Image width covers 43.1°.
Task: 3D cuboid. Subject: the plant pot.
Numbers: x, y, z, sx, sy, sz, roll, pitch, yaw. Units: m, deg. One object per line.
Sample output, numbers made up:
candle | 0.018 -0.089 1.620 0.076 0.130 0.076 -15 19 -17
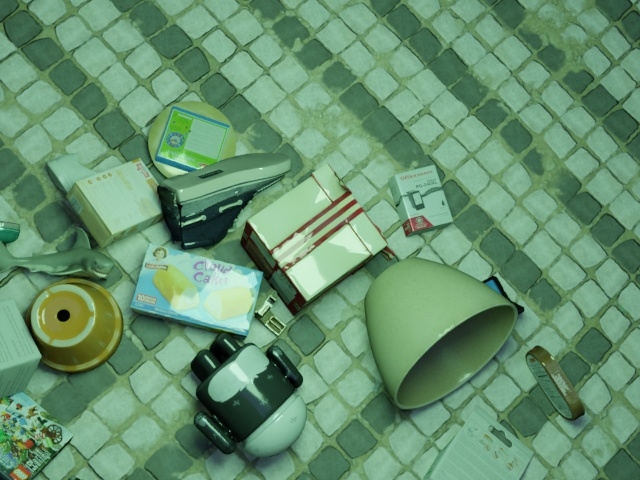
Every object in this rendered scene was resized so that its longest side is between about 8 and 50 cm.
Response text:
plant pot | -0.527 0.170 1.708 0.205 0.188 0.205 2 76 -9

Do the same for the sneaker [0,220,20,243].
sneaker | -0.805 0.018 1.753 0.302 0.108 0.121 -5 93 -13

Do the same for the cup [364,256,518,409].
cup | 0.231 0.176 1.793 0.331 0.331 0.237 -30 57 -15

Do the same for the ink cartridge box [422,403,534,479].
ink cartridge box | 0.362 0.518 1.851 0.181 0.056 0.224 41 55 2

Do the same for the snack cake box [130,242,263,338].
snack cake box | -0.275 0.115 1.815 0.264 0.089 0.152 14 75 -6

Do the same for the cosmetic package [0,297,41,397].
cosmetic package | -0.692 0.234 1.630 0.184 0.151 0.151 -14 63 -42

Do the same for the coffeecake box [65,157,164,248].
coffeecake box | -0.443 -0.086 1.803 0.185 0.068 0.142 -31 82 -46

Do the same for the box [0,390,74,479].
box | -0.653 0.389 1.671 0.233 0.044 0.159 39 42 2

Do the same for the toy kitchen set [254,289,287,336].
toy kitchen set | -0.100 0.164 1.833 0.075 0.083 0.068 40 74 2

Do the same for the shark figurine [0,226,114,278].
shark figurine | -0.562 0.025 1.762 0.278 0.166 0.116 4 84 6

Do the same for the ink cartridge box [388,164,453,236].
ink cartridge box | 0.241 -0.097 1.963 0.109 0.063 0.150 -15 79 -12

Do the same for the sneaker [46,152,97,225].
sneaker | -0.529 -0.112 1.840 0.094 0.080 0.212 -32 82 -27

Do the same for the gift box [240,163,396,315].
gift box | 0.000 0.000 1.798 0.258 0.276 0.255 -36 90 -17

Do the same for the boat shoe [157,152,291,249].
boat shoe | -0.213 -0.093 1.875 0.340 0.127 0.158 -19 119 -30

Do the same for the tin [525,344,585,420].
tin | 0.544 0.333 1.885 0.040 0.106 0.189 -30 82 -14

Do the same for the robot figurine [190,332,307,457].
robot figurine | -0.155 0.334 1.741 0.209 0.173 0.278 -43 86 8

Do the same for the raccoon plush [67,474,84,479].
raccoon plush | -0.453 0.677 1.560 0.446 0.216 0.299 33 79 16

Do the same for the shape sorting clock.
shape sorting clock | -0.303 -0.229 1.918 0.206 0.040 0.206 3 79 -14

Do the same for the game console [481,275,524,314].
game console | 0.403 0.149 1.928 0.122 0.107 0.071 -25 110 -14
